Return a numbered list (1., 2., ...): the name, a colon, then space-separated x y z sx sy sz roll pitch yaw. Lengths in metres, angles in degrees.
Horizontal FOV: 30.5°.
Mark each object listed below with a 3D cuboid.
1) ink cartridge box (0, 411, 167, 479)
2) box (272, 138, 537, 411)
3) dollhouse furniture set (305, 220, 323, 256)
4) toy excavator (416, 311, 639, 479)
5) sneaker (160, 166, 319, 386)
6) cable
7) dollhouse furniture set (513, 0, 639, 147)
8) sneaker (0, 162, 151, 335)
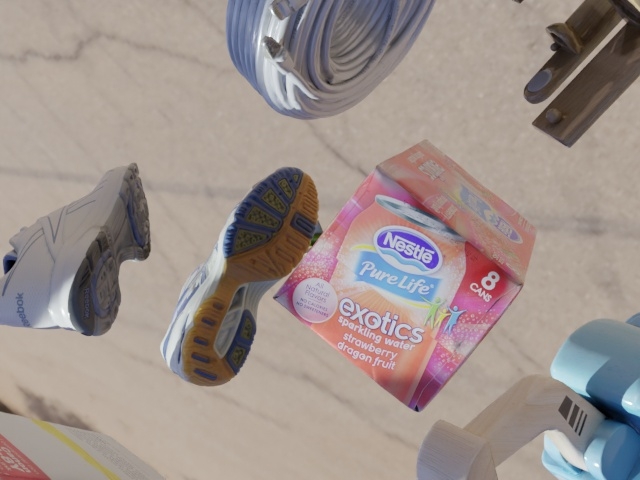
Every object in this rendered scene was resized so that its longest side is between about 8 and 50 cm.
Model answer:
1. ink cartridge box: -0.345 0.343 1.264 0.160 0.279 0.385 30 179 27
2. box: 0.090 0.018 1.045 0.154 0.142 0.300 40 -165 5
3. dollhouse furniture set: 0.000 0.000 1.875 0.152 0.076 0.058 -8 120 26
4. toy excavator: 0.348 0.226 1.507 0.222 0.433 0.445 18 159 50
5. sneaker: -0.113 0.034 1.458 0.112 0.296 0.131 37 164 -27
6. cable: 0.021 -0.234 1.113 0.089 0.257 0.257 34 165 22
7. dollhouse furniture set: 0.163 -0.184 0.932 0.151 0.123 0.144 41 -177 -28
8. sneaker: -0.256 -0.002 1.224 0.129 0.297 0.111 -3 113 10
